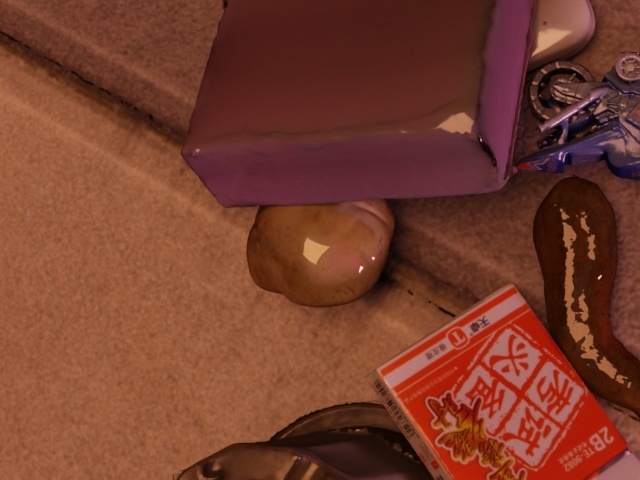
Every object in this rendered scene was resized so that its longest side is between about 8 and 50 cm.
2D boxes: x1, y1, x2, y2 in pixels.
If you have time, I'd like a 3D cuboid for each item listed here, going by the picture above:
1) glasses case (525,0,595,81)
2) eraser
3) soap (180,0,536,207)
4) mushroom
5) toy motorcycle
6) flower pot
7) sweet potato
[{"bbox_3d":[0.158,-0.175,1.347,0.197,0.049,0.076,-25,68,16],"label":"glasses case"},{"bbox_3d":[0.165,0.167,1.230,0.157,0.038,0.230,-30,79,-26],"label":"eraser"},{"bbox_3d":[0.044,-0.181,1.304,0.285,0.107,0.296,-2,59,28],"label":"soap"},{"bbox_3d":[0.000,0.000,1.349,0.148,0.112,0.148,-4,51,4],"label":"mushroom"},{"bbox_3d":[0.277,-0.096,1.269,0.205,0.076,0.114,7,77,9],"label":"toy motorcycle"},{"bbox_3d":[-0.001,0.270,1.226,0.290,0.259,0.290,-4,79,20],"label":"flower pot"},{"bbox_3d":[0.236,0.055,1.275,0.081,0.062,0.233,-18,78,18],"label":"sweet potato"}]
